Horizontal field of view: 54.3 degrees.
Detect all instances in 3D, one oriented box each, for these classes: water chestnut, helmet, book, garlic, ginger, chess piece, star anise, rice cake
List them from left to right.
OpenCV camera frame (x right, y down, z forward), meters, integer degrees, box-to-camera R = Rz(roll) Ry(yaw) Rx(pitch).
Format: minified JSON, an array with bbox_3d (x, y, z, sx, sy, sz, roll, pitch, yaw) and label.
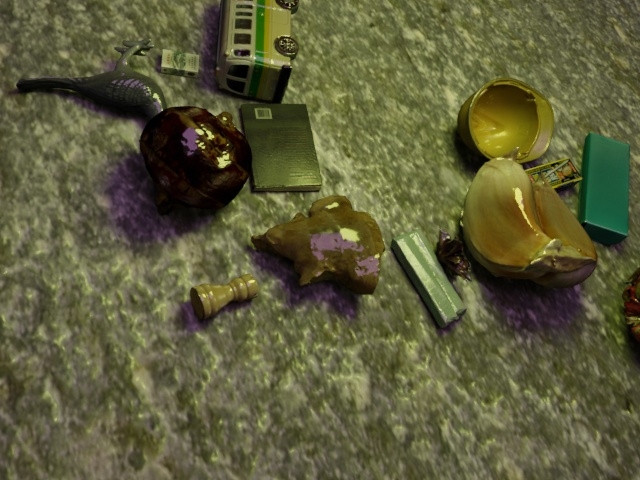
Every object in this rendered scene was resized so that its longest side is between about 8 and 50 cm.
[{"bbox_3d":[-0.258,-0.152,1.233,0.238,0.224,0.223,-44,80,13],"label":"water chestnut"},{"bbox_3d":[-0.182,0.105,1.199,0.122,0.066,0.066,-15,69,-30],"label":"chess piece"},{"bbox_3d":[-0.089,-0.213,1.412,0.160,0.024,0.228,-3,64,-18],"label":"book"},{"bbox_3d":[0.000,0.000,1.271,0.270,0.123,0.218,16,63,-9],"label":"ginger"},{"bbox_3d":[0.238,0.080,1.354,0.080,0.042,0.221,-18,69,-30],"label":"rice cake"},{"bbox_3d":[0.282,0.023,1.367,0.056,0.129,0.124,-25,110,-7],"label":"star anise"},{"bbox_3d":[0.433,-0.291,1.553,0.257,0.140,0.205,6,94,-26],"label":"helmet"},{"bbox_3d":[0.466,-0.029,1.389,0.286,0.249,0.313,-12,46,-5],"label":"garlic"}]

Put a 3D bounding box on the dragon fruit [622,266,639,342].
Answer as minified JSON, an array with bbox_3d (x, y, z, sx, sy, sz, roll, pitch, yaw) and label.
[{"bbox_3d":[0.823,0.145,1.389,0.269,0.250,0.291,37,82,12],"label":"dragon fruit"}]

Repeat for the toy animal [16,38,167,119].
[{"bbox_3d":[-0.426,-0.341,1.332,0.367,0.081,0.205,21,74,-8],"label":"toy animal"}]

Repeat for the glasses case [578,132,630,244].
[{"bbox_3d":[0.726,-0.136,1.611,0.117,0.070,0.300,19,61,0],"label":"glasses case"}]

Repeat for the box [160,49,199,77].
[{"bbox_3d":[-0.324,-0.408,1.439,0.083,0.024,0.054,5,63,-15],"label":"box"}]

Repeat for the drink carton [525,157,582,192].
[{"bbox_3d":[0.572,-0.153,1.573,0.166,0.056,0.071,-17,67,-24],"label":"drink carton"}]

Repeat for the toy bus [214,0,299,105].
[{"bbox_3d":[-0.151,-0.486,1.467,0.179,0.143,0.305,6,64,-12],"label":"toy bus"}]
